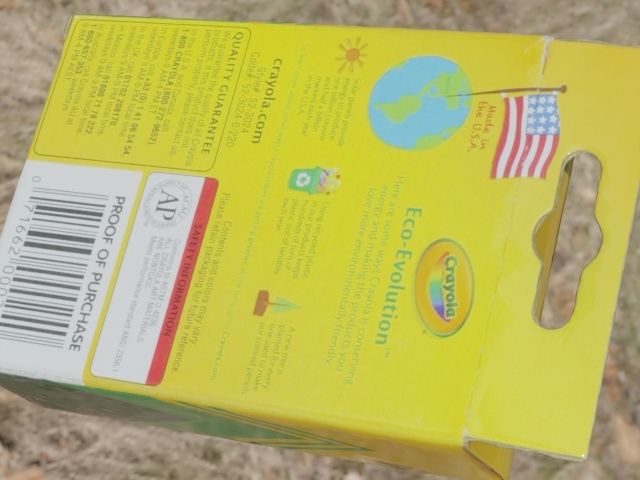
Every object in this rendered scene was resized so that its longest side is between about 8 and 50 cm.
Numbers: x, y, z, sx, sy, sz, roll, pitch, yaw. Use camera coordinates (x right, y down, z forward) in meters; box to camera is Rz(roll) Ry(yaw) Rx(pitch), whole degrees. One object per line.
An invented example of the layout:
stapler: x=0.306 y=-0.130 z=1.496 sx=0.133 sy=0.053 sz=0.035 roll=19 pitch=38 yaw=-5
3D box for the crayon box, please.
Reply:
crayon box: x=0.000 y=0.000 z=0.738 sx=0.081 sy=0.318 sz=0.202 roll=46 pitch=55 yaw=-59
